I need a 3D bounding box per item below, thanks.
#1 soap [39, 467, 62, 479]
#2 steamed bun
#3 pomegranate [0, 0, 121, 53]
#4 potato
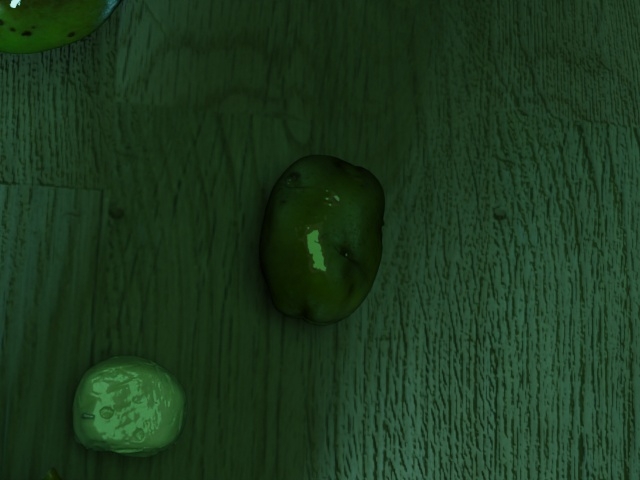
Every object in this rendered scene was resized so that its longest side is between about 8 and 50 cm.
[{"bbox_3d":[-0.266,0.433,1.282,0.293,0.156,0.335,44,114,-6],"label":"soap"},{"bbox_3d":[-0.218,0.186,1.463,0.130,0.091,0.112,5,83,-20],"label":"steamed bun"},{"bbox_3d":[-0.357,-0.353,1.464,0.291,0.323,0.291,-7,114,-15],"label":"pomegranate"},{"bbox_3d":[0.003,0.000,1.542,0.154,0.137,0.200,20,73,-14],"label":"potato"}]
